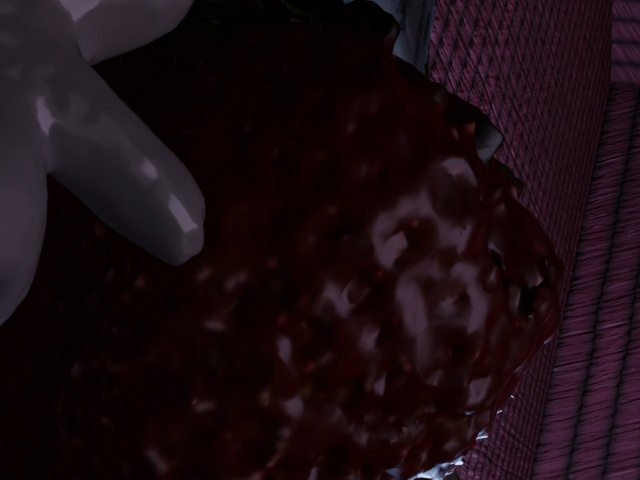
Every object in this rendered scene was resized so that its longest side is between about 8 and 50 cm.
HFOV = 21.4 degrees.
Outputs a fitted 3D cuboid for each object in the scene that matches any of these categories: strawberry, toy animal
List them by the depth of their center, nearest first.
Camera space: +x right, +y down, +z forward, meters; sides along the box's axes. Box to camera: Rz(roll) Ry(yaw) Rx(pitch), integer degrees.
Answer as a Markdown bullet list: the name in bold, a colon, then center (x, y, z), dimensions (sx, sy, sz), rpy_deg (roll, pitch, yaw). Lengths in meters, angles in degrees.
- **toy animal**: center (-0.125, -0.022, 0.516), dimensions (0.138, 0.140, 0.282), rpy_deg (49, 40, -43)
- **strawberry**: center (-0.045, 0.036, 0.695), dimensions (0.277, 0.257, 0.257), rpy_deg (-56, 164, -1)

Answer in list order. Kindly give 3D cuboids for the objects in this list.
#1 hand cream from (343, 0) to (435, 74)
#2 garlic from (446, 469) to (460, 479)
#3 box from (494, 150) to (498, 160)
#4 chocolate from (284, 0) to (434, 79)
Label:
- **hand cream**: center (0.008, -0.216, 0.967), dimensions (0.341, 0.077, 0.124), rpy_deg (63, 29, -46)
- **garlic**: center (0.027, 0.196, 1.193), dimensions (0.214, 0.160, 0.191), rpy_deg (-5, 107, -73)
- **box**: center (0.000, 0.000, 0.945), dimensions (0.133, 0.182, 0.099), rpy_deg (-62, 156, -47)
- **chocolate**: center (0.014, -0.110, 1.118), dimensions (0.214, 0.093, 0.148), rpy_deg (-66, 157, -49)
